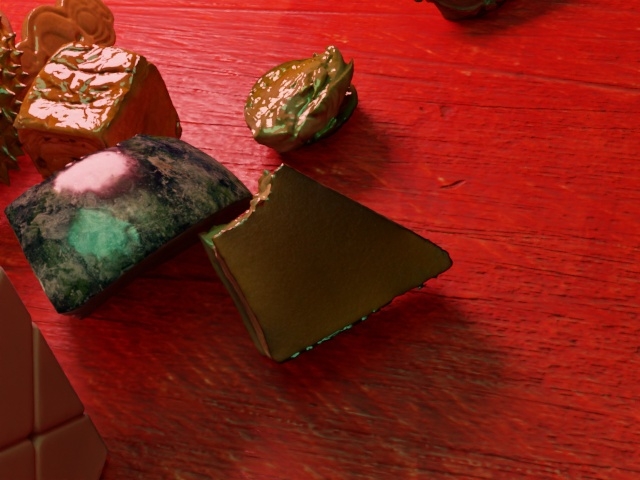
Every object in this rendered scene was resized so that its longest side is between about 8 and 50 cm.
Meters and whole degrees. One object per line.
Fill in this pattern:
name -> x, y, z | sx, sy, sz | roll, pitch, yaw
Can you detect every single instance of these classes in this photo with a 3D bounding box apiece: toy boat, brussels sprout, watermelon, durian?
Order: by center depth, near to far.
watermelon -> -0.221, -0.021, 1.357 | 0.148, 0.226, 0.318 | 51, 42, 8
durian -> -0.447, -0.169, 1.448 | 0.154, 0.260, 0.186 | -13, 13, 22
brussels sprout -> -0.027, -0.170, 1.496 | 0.139, 0.100, 0.181 | 1, 51, 26
toy boat -> 0.206, -0.343, 1.604 | 0.185, 0.071, 0.089 | -23, 50, -7

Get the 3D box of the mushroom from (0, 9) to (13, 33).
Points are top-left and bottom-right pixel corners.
mushroom -> -0.530, -0.214, 1.607 | 0.278, 0.146, 0.278 | -5, 70, 13

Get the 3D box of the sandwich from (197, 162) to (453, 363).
sandwich -> 0.000, 0.000, 1.271 | 0.220, 0.186, 0.108 | -28, 7, -11

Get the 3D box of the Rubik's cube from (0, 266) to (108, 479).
Rubik's cube -> -0.421, 0.231, 1.094 | 0.316, 0.319, 0.322 | 1, 50, 14

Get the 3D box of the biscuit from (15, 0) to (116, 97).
biscuit -> -0.343, -0.240, 1.600 | 0.040, 0.144, 0.236 | -9, 45, 41

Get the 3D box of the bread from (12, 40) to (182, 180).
bread -> -0.274, -0.145, 1.489 | 0.149, 0.158, 0.143 | 14, 56, 16
